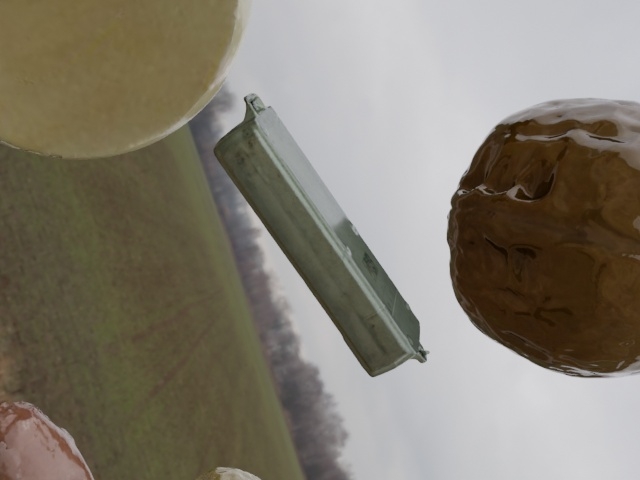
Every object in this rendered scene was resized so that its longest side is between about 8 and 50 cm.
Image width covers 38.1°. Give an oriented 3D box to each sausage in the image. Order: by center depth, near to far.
[{"bbox_3d":[-0.119,0.228,0.569,0.304,0.078,0.078,56,-2,-11],"label":"sausage"}]

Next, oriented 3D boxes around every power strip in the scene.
[{"bbox_3d":[0.000,0.000,0.793,0.272,0.052,0.078,54,17,-11],"label":"power strip"}]

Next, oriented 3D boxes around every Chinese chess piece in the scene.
[{"bbox_3d":[-0.172,-0.181,0.644,0.097,0.250,0.251,-104,178,-66],"label":"Chinese chess piece"}]

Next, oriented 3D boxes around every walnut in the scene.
[{"bbox_3d":[0.335,-0.007,1.178,0.397,0.307,0.354,10,-100,53],"label":"walnut"}]

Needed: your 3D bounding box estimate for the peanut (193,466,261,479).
[{"bbox_3d":[-0.120,0.363,1.091,0.313,0.149,0.149,-91,164,-75],"label":"peanut"}]
